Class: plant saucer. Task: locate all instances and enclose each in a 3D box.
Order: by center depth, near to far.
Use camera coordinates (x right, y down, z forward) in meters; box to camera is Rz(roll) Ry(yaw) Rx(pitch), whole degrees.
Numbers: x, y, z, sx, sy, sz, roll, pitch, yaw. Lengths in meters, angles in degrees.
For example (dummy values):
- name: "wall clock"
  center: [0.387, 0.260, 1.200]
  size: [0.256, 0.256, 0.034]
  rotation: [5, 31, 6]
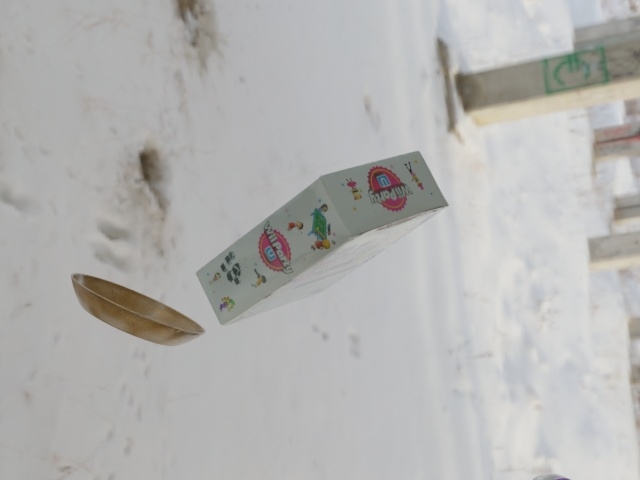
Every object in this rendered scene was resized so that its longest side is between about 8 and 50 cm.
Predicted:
- name: "plant saucer"
  center: [-0.107, 0.042, 0.587]
  size: [0.015, 0.083, 0.083]
  rotation: [-66, 158, 0]

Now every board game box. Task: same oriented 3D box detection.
- name: "board game box"
  center: [0.000, 0.000, 1.456]
  size: [0.224, 0.303, 0.097]
  rotation: [-18, 77, -47]

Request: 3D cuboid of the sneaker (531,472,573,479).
- name: "sneaker"
  center: [0.260, 0.325, 0.924]
  size: [0.095, 0.104, 0.236]
  rotation: [-5, 75, -36]
